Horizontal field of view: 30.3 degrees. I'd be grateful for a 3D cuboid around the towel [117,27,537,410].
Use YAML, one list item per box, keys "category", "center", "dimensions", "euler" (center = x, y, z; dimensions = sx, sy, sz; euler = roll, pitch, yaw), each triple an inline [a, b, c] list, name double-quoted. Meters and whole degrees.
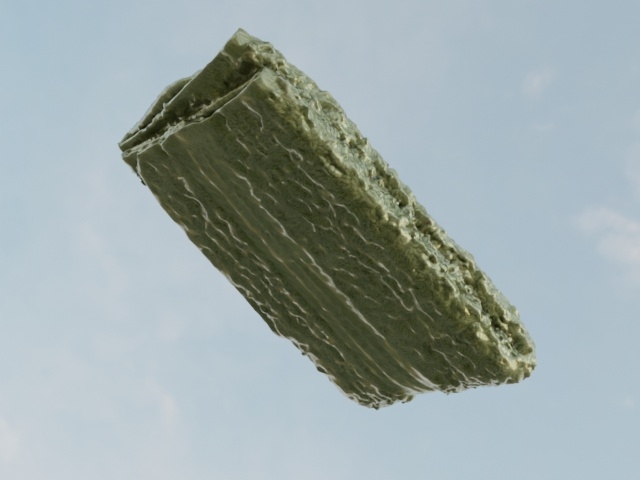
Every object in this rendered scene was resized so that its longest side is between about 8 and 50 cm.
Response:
- category: "towel"
  center: [0.000, 0.000, 0.409]
  dimensions: [0.148, 0.027, 0.110]
  euler: [47, -31, -13]
